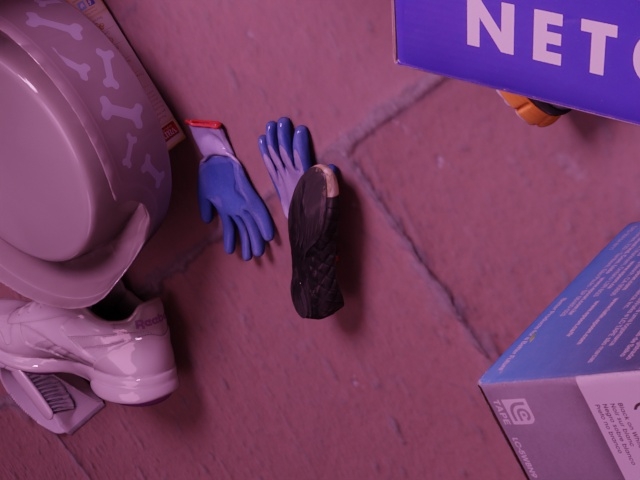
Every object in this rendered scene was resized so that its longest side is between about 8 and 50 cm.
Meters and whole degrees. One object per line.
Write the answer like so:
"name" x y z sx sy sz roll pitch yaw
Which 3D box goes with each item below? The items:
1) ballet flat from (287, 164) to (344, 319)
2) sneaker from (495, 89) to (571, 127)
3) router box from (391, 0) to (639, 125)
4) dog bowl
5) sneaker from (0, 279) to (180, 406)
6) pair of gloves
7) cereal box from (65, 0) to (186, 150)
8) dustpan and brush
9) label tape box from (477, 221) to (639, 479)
"ballet flat" 0.000 0.000 1.246 0.057 0.049 0.173 44 142 41
"sneaker" 0.136 -0.166 0.944 0.083 0.084 0.215 -21 139 37
"router box" 0.255 -0.154 0.705 0.335 0.301 0.082 20 131 32
"dog bowl" -0.295 -0.102 1.336 0.348 0.102 0.349 26 136 28
"sneaker" -0.288 0.092 1.569 0.305 0.114 0.152 12 113 32
"pair of gloves" -0.056 -0.047 1.292 0.198 0.023 0.159 7 124 41
"cereal box" -0.258 -0.175 1.361 0.173 0.047 0.240 -19 105 49
"dustpan and brush" -0.394 0.173 1.744 0.211 0.060 0.147 50 140 0
"label tape box" 0.306 0.057 0.863 0.333 0.240 0.106 -13 110 47
